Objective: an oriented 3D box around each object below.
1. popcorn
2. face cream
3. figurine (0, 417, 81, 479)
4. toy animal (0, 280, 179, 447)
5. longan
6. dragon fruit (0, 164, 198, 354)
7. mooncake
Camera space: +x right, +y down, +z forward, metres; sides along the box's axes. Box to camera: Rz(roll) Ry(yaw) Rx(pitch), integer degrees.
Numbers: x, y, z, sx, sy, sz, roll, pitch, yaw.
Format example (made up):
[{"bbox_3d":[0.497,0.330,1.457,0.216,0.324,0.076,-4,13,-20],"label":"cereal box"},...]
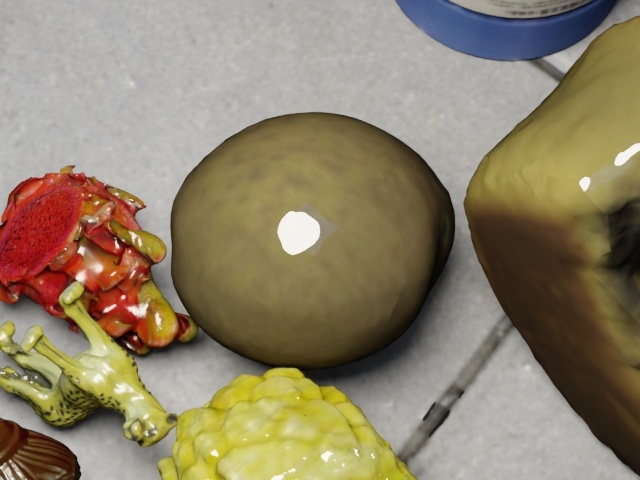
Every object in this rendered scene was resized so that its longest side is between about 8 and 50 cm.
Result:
[{"bbox_3d":[0.002,0.223,1.176,0.174,0.225,0.286,-38,73,-12],"label":"popcorn"},{"bbox_3d":[0.183,-0.322,1.396,0.249,0.225,0.249,1,69,-4],"label":"face cream"},{"bbox_3d":[-0.263,0.298,1.172,0.168,0.187,0.315,29,63,-26],"label":"figurine"},{"bbox_3d":[-0.208,0.122,1.257,0.136,0.181,0.073,48,50,-16],"label":"toy animal"},{"bbox_3d":[0.000,0.000,1.260,0.248,0.248,0.248,1,69,-2],"label":"longan"},{"bbox_3d":[-0.192,0.023,1.302,0.208,0.150,0.133,37,101,5],"label":"dragon fruit"},{"bbox_3d":[0.306,0.026,1.175,0.246,0.394,0.393,-42,62,-18],"label":"mooncake"}]
